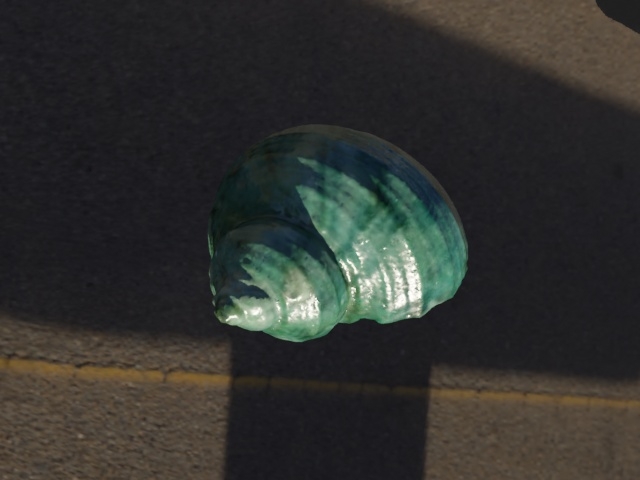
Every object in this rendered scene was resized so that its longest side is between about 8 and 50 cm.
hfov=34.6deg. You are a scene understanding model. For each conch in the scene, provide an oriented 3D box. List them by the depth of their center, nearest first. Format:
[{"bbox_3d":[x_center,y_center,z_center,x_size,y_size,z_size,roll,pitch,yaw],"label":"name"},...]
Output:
[{"bbox_3d":[-0.002,0.001,0.807,0.202,0.196,0.134,-48,152,-13],"label":"conch"}]

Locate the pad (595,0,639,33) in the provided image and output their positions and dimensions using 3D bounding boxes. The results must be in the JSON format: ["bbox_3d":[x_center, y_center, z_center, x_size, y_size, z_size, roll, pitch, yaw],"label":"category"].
[{"bbox_3d":[0.388,-0.314,0.958,0.375,0.063,0.315,15,99,-39],"label":"pad"}]
